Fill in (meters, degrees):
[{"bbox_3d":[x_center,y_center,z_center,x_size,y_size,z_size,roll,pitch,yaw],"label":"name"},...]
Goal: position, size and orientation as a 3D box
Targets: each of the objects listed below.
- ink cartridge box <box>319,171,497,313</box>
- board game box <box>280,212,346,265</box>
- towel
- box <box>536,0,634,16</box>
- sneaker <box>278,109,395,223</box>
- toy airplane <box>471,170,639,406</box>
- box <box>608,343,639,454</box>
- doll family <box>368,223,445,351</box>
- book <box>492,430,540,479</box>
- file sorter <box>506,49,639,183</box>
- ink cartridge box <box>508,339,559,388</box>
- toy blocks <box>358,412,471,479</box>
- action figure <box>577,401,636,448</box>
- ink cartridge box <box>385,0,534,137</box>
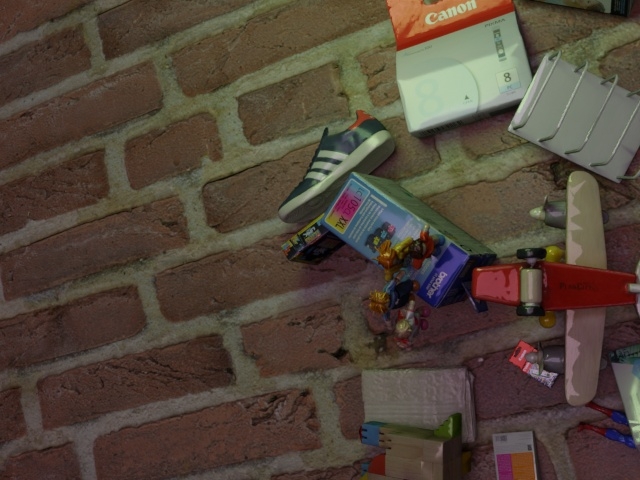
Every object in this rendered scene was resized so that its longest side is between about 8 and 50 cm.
[{"bbox_3d":[0.231,0.014,1.896,0.395,0.270,0.151,36,104,21],"label":"ink cartridge box"},{"bbox_3d":[0.000,0.000,2.047,0.141,0.170,0.048,-36,72,17],"label":"board game box"},{"bbox_3d":[0.233,0.397,1.991,0.282,0.049,0.187,-5,84,24],"label":"towel"},{"bbox_3d":[0.578,-0.621,1.874,0.290,0.087,0.169,19,76,22],"label":"box"},{"bbox_3d":[0.017,-0.189,2.086,0.350,0.131,0.148,-38,66,10],"label":"sneaker"},{"bbox_3d":[0.549,0.100,1.791,0.386,0.272,0.384,-44,95,-12],"label":"toy airplane"},{"bbox_3d":[0.782,0.292,1.702,0.322,0.058,0.232,-19,45,18],"label":"box"},{"bbox_3d":[0.158,0.089,1.692,0.118,0.163,0.262,12,100,25],"label":"doll family"},{"bbox_3d":[0.446,0.511,1.888,0.096,0.035,0.144,-11,72,27],"label":"book"},{"bbox_3d":[0.580,-0.268,1.784,0.278,0.173,0.192,26,96,3],"label":"file sorter"},{"bbox_3d":[0.492,0.282,1.900,0.115,0.029,0.062,31,99,21],"label":"ink cartridge box"},{"bbox_3d":[0.186,0.579,1.904,0.261,0.191,0.381,0,90,35],"label":"toy blocks"},{"bbox_3d":[0.693,0.426,1.755,0.281,0.139,0.091,17,94,20],"label":"action figure"},{"bbox_3d":[0.326,-0.471,1.990,0.308,0.091,0.384,-15,82,21],"label":"ink cartridge box"}]
